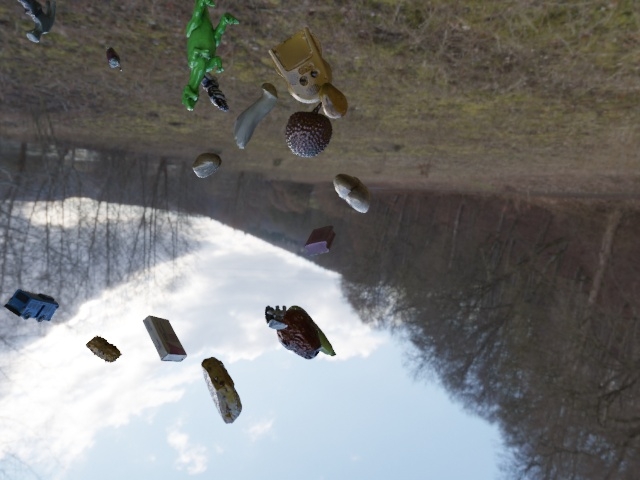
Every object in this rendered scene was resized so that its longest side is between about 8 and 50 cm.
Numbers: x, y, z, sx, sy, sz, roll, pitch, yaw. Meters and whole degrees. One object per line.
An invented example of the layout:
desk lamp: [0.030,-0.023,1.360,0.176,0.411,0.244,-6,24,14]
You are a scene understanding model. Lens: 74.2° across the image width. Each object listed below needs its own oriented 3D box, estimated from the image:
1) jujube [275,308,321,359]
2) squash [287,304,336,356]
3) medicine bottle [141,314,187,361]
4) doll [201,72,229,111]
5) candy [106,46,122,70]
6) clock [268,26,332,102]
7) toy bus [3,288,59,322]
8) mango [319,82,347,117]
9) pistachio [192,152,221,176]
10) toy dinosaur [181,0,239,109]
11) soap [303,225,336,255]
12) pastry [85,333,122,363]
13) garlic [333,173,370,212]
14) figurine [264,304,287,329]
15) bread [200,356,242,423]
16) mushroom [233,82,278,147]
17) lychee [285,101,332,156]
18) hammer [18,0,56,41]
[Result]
jujube: [-0.084,0.383,1.715,0.168,0.168,0.236,-3,-149,-41]
squash: [-0.056,0.510,2.346,0.371,0.118,0.118,47,-158,15]
medicine bottle: [-0.664,0.420,1.799,0.052,0.201,0.171,-35,158,-2]
doll: [-0.448,-0.632,1.760,0.067,0.220,0.091,-39,166,22]
candy: [-0.755,-0.664,1.543,0.175,0.043,0.045,54,180,40]
clock: [-0.079,-0.818,2.031,0.244,0.317,0.200,-25,-165,15]
toy bus: [-1.171,0.267,1.731,0.090,0.106,0.185,27,166,10]
mango: [0.054,-0.599,1.835,0.089,0.115,0.164,26,-179,42]
pistachio: [-0.552,-0.372,2.059,0.149,0.113,0.113,-16,-179,18]
toy dinosaur: [-0.473,-0.742,1.613,0.143,0.375,0.500,13,-152,-38]
soap: [0.000,0.000,2.124,0.122,0.066,0.203,-13,-158,17]
pastry: [-0.896,0.452,1.751,0.140,0.080,0.056,45,175,-4]
garlic: [0.118,-0.180,1.590,0.174,0.099,0.124,39,-163,-4]
figurine: [-0.156,0.259,1.462,0.082,0.086,0.094,-17,146,25]
bread: [-0.396,0.603,1.721,0.099,0.235,0.210,-21,-148,-26]
mushroom: [-0.314,-0.611,2.070,0.122,0.329,0.159,24,-161,-50]
lychee: [-0.039,-0.388,1.478,0.164,0.198,0.165,10,-160,-4]
hammer: [-0.951,-0.783,1.359,0.041,0.159,0.227,9,155,12]
